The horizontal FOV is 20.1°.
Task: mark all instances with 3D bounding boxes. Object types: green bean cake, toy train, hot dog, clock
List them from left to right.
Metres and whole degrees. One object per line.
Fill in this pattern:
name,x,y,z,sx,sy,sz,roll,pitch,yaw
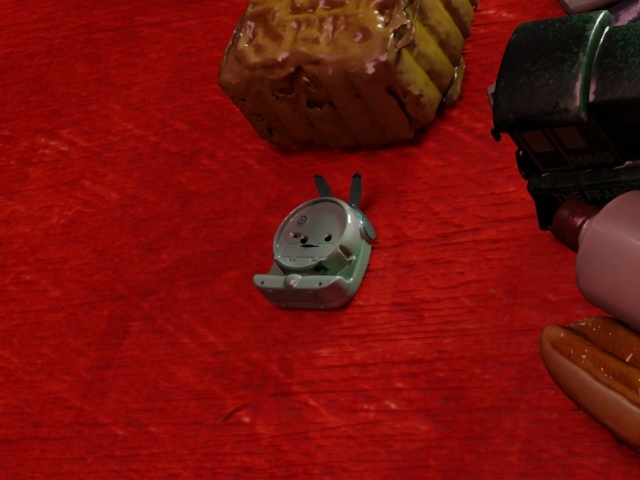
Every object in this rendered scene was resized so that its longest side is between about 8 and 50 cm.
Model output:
clock,0.000,0.000,1.682,0.101,0.041,0.135,-2,55,36
green bean cake,0.031,-0.213,1.771,0.224,0.131,0.229,-3,55,34
hot dog,0.255,0.131,1.349,0.249,0.102,0.076,33,120,50
toy train,0.290,-0.099,1.445,0.330,0.178,0.138,-5,52,36

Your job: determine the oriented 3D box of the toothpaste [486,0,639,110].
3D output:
toothpaste,0.239,-0.175,1.655,0.197,0.035,0.057,-32,33,15

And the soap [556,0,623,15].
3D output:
soap,0.323,-0.310,1.660,0.261,0.094,0.150,-15,48,28

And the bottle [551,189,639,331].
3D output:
bottle,0.278,0.030,1.384,0.245,0.104,0.104,31,77,42
